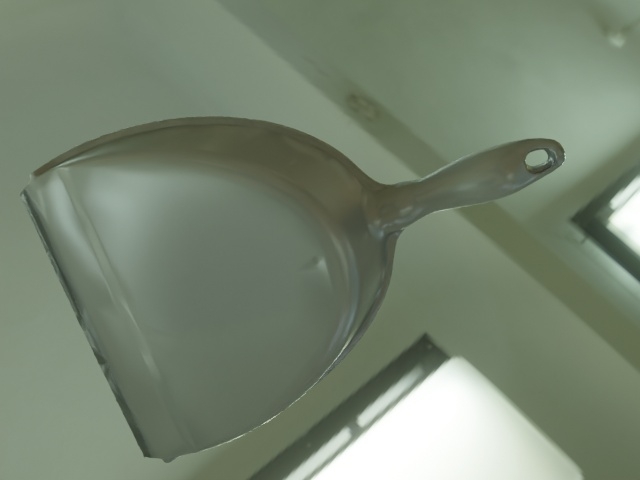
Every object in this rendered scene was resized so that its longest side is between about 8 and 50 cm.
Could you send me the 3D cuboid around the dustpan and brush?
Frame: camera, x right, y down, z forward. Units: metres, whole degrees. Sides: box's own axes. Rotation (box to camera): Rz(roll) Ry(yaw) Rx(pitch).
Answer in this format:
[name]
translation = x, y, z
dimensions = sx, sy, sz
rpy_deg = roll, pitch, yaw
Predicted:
[dustpan and brush]
translation = 0.000, 0.000, 0.483
dimensions = 0.060, 0.211, 0.147
rpy_deg = -59, -50, -66
